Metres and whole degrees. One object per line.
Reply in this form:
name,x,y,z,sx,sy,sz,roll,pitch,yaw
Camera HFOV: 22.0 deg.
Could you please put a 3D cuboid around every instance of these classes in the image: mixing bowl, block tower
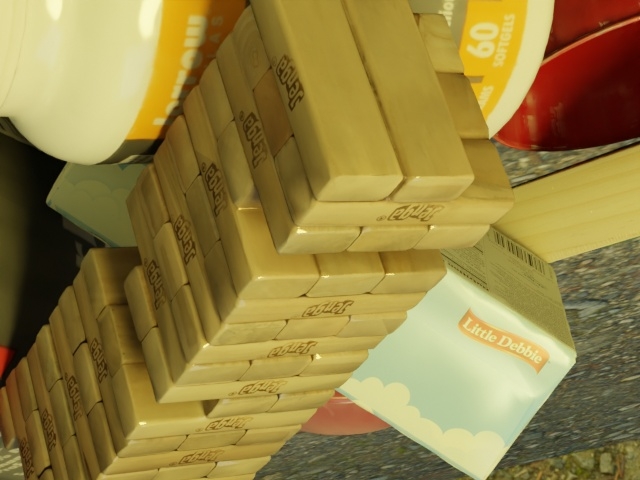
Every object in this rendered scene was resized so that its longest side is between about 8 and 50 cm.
mixing bowl,0.169,-0.131,0.925,0.181,0.098,0.181,-12,162,-4
block tower,-0.042,0.029,0.705,0.091,0.097,0.335,-1,150,-31

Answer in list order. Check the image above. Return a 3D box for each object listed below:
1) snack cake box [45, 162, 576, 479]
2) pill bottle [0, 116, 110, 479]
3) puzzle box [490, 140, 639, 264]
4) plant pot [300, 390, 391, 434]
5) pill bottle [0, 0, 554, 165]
snack cake box,0.000,0.000,0.874,0.089,0.264,0.152,-55,-174,16
pill bottle,-0.227,0.017,0.882,0.210,0.210,0.363,-21,161,19
puzzle box,0.303,-0.073,1.043,0.409,0.052,0.272,-19,179,-45
plant pot,0.012,-0.002,1.072,0.201,0.201,0.180,-12,146,-7
pill bottle,-0.052,-0.112,0.711,0.278,0.162,0.162,-4,159,-30
